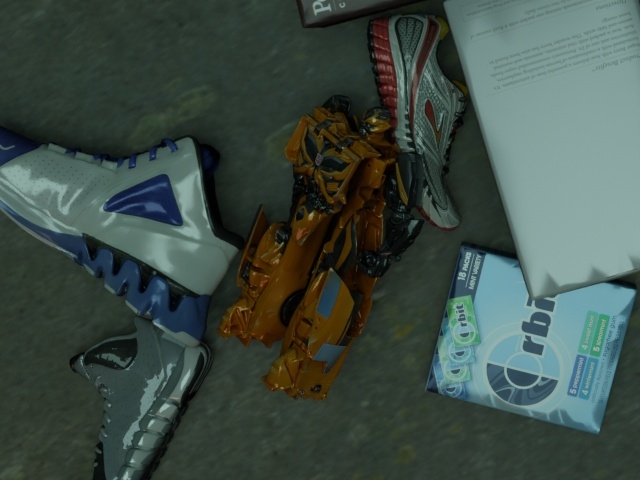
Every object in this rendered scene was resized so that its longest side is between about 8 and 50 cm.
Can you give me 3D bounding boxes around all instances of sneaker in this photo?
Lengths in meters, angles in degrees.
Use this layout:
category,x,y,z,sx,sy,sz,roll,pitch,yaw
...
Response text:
category,x,y,z,sx,sy,sz,roll,pitch,yaw
sneaker,0.112,-0.119,1.769,0.092,0.088,0.225,-12,100,0
sneaker,-0.219,0.182,1.858,0.132,0.086,0.229,30,90,7
sneaker,-0.201,-0.050,1.808,0.315,0.127,0.182,36,86,8

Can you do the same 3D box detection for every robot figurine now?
category,x,y,z,sx,sy,sz,roll,pitch,yaw
robot figurine,0.000,0.000,1.748,0.085,0.211,0.291,5,114,-37

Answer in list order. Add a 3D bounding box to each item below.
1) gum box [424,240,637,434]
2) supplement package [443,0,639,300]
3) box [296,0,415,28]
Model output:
category,x,y,z,sx,sy,sz,roll,pitch,yaw
gum box,0.215,0.099,1.808,0.184,0.041,0.157,15,99,5
supplement package,0.245,-0.105,1.690,0.177,0.175,0.293,-16,87,7
box,0.148,-0.342,1.710,0.381,0.143,0.191,-14,96,10
